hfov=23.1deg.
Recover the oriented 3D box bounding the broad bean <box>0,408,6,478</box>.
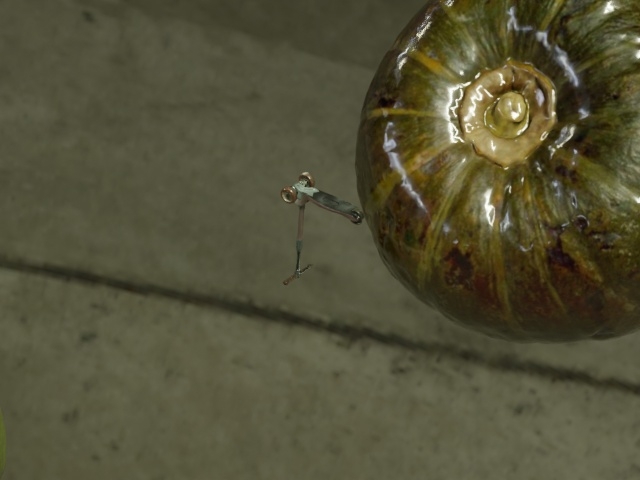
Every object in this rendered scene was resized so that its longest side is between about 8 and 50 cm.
[{"bbox_3d":[-0.268,0.123,1.079,0.082,0.174,0.124,11,28,32],"label":"broad bean"}]

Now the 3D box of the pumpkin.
[{"bbox_3d":[0.125,-0.042,0.838,0.219,0.219,0.162,39,5,23],"label":"pumpkin"}]

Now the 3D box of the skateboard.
[{"bbox_3d":[0.000,0.000,1.128,0.064,0.083,0.032,26,40,23],"label":"skateboard"}]
